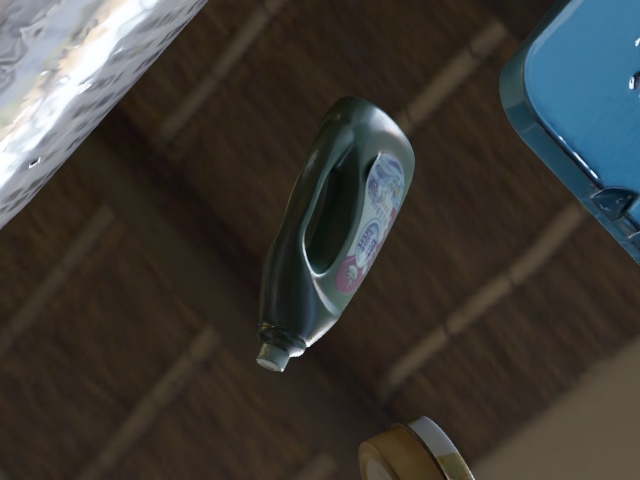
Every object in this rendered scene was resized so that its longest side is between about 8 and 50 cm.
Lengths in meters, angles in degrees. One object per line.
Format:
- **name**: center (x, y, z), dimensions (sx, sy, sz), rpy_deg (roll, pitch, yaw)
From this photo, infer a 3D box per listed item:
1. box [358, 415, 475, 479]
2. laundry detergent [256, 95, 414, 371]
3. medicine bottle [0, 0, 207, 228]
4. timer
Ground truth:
- **box**: center (0.058, 0.146, 1.052), dimensions (0.037, 0.105, 0.105), rpy_deg (-23, -48, -13)
- **laundry detergent**: center (0.000, 0.000, 1.543), dimensions (0.063, 0.211, 0.137), rpy_deg (19, -19, 23)
- **medicine bottle**: center (-0.095, -0.066, 0.408), dimensions (0.133, 0.133, 0.250), rpy_deg (22, -40, -25)
- **timer**: center (0.233, -0.076, 1.236), dimensions (0.232, 0.250, 0.091), rpy_deg (48, -35, -7)
